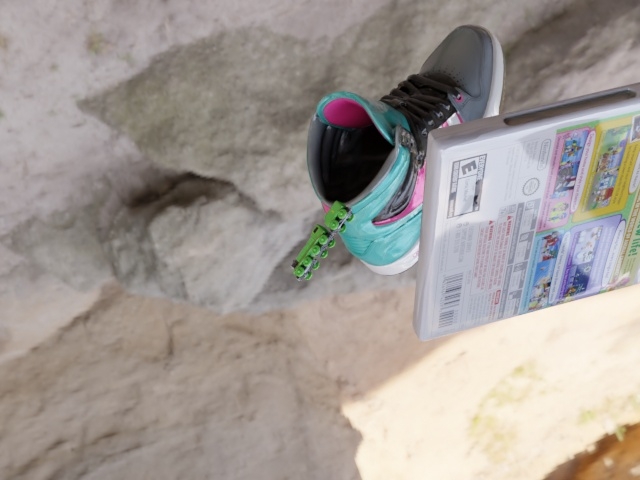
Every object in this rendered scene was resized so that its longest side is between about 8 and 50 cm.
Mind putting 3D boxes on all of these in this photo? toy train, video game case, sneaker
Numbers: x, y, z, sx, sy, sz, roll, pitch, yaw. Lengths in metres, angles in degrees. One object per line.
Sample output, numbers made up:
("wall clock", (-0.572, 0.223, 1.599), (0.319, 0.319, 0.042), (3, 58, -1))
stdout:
("toy train", (0.000, 0.000, 0.925), (0.017, 0.024, 0.083), (23, 108, -50))
("video game case", (0.164, -0.018, 0.735), (0.193, 0.023, 0.212), (-14, 140, -10))
("sneaker", (0.081, -0.127, 1.051), (0.178, 0.124, 0.295), (36, 75, -51))
